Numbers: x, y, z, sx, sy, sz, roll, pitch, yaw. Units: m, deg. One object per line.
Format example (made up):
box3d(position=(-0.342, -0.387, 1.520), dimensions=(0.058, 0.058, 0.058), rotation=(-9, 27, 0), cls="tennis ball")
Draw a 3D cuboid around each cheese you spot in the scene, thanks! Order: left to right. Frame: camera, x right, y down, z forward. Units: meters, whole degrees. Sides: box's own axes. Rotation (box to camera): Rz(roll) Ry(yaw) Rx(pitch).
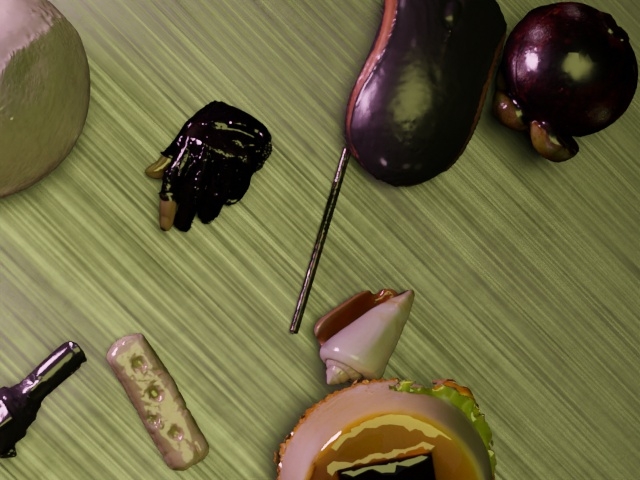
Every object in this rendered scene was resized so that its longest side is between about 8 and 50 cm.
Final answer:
box3d(position=(-0.213, 0.212, 1.827), dimensions=(0.065, 0.043, 0.194), rotation=(-31, 89, -17), cls="cheese")

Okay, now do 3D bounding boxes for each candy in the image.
box3d(position=(-0.428, -0.193, 1.754), dimensions=(0.295, 0.185, 0.295), rotation=(1, 84, -5), cls="candy")

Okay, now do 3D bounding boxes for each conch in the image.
box3d(position=(0.058, 0.122, 1.861), dimensions=(0.094, 0.104, 0.176), rotation=(40, 73, -36), cls="conch")

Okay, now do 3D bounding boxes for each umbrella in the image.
box3d(position=(-0.432, 0.250, 1.751), dimensions=(0.340, 0.118, 0.118), rotation=(-41, 93, -13), cls="umbrella")

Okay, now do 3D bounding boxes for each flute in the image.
box3d(position=(0.000, 0.000, 1.901), dimensions=(0.014, 0.014, 0.269), rotation=(18, 82, -9), cls="flute")

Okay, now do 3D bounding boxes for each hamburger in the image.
box3d(position=(0.088, 0.317, 1.799), dimensions=(0.294, 0.179, 0.276), rotation=(-13, 101, -4), cls="hamburger")

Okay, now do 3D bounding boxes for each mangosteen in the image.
box3d(position=(0.334, -0.227, 1.903), dimensions=(0.210, 0.210, 0.210), rotation=(1, 84, -11), cls="mangosteen")

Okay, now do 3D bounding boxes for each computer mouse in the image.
box3d(position=(0.147, -0.230, 1.902), dimensions=(0.183, 0.116, 0.323), rotation=(21, 80, -13), cls="computer mouse")

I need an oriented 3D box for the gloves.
box3d(position=(-0.156, -0.090, 1.834), dimensions=(0.129, 0.106, 0.180), rotation=(34, 76, -8), cls="gloves")
